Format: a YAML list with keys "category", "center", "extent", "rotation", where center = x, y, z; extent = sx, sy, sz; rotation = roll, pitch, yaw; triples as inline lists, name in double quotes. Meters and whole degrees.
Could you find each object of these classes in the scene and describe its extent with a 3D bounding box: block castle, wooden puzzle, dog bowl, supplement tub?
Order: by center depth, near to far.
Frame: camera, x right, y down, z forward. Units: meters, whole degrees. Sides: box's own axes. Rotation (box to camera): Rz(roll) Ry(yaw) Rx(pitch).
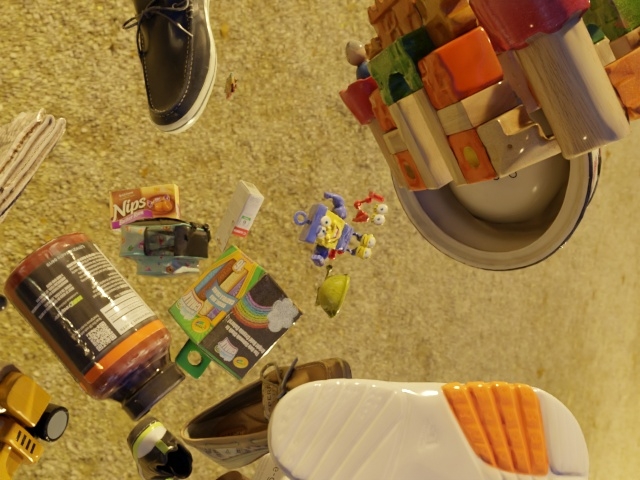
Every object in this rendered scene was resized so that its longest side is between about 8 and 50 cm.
- category: "supplement tub"
  center: [-0.233, 0.095, 0.660]
  extent: [0.198, 0.106, 0.106]
  rotation: [49, 46, 4]
- category: "block castle"
  center: [0.211, -0.221, 0.681]
  extent: [0.303, 0.453, 0.213]
  rotation: [-30, 99, -12]
- category: "dog bowl"
  center: [0.333, -0.156, 1.174]
  extent: [0.150, 0.407, 0.408]
  rotation: [-23, 114, -42]
- category: "wooden puzzle"
  center: [-0.224, -0.381, 1.534]
  extent: [0.006, 0.083, 0.049]
  rotation: [0, 74, -29]

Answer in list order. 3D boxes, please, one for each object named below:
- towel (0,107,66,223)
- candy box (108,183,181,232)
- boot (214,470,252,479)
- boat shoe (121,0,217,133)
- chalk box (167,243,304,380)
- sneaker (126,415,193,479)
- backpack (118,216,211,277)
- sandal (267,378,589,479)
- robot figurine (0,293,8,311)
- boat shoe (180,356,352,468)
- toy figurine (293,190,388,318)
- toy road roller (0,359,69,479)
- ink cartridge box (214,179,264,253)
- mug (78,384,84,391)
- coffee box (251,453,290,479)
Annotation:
- category: "towel"
  center: [-0.453, -0.081, 0.837]
  extent: [0.049, 0.282, 0.187]
  rotation: [43, 57, -33]
- category: "candy box"
  center: [-0.478, -0.088, 1.698]
  extent: [0.053, 0.186, 0.109]
  rotation: [71, 13, -79]
- category: "boot"
  center: [-0.233, 0.621, 1.363]
  extent: [0.283, 0.109, 0.220]
  rotation: [-31, 129, 0]
- category: "boat shoe"
  center: [-0.318, -0.472, 1.299]
  extent: [0.156, 0.186, 0.501]
  rotation: [15, 76, -60]
- category: "chalk box"
  center: [-0.222, 0.191, 1.466]
  extent: [0.289, 0.179, 0.180]
  rotation: [-45, 130, -9]
- category: "sneaker"
  center: [-0.265, 0.391, 1.077]
  extent: [0.084, 0.097, 0.235]
  rotation: [-48, 153, -25]
- category: "backpack"
  center: [-0.368, 0.015, 1.442]
  extent: [0.166, 0.188, 0.145]
  rotation: [0, 99, -75]
- category: "sandal"
  center: [0.083, 0.153, 0.478]
  extent: [0.265, 0.076, 0.102]
  rotation: [14, 72, -15]
- category: "robot figurine"
  center: [-0.750, 0.188, 1.248]
  extent: [0.173, 0.278, 0.209]
  rotation: [21, 70, -21]
- category: "boat shoe"
  center: [-0.078, 0.239, 0.861]
  extent: [0.089, 0.285, 0.105]
  rotation: [33, 33, -33]
- category: "toy figurine"
  center: [0.000, 0.000, 1.676]
  extent: [0.217, 0.191, 0.363]
  rotation: [26, 85, -27]
- category: "toy road roller"
  center: [-0.793, 0.452, 1.506]
  extent: [0.330, 0.202, 0.241]
  rotation: [79, 25, -48]
- category: "ink cartridge box"
  center: [-0.138, -0.037, 1.041]
  extent: [0.029, 0.063, 0.115]
  rotation: [17, 108, -31]
- category: "mug"
  center: [-0.583, 0.346, 1.560]
  extent: [0.062, 0.078, 0.064]
  rotation: [-9, 88, -16]
- category: "coffee box"
  center: [0.066, 0.532, 1.072]
  extent: [0.338, 0.334, 0.338]
  rotation: [-63, 151, -47]
